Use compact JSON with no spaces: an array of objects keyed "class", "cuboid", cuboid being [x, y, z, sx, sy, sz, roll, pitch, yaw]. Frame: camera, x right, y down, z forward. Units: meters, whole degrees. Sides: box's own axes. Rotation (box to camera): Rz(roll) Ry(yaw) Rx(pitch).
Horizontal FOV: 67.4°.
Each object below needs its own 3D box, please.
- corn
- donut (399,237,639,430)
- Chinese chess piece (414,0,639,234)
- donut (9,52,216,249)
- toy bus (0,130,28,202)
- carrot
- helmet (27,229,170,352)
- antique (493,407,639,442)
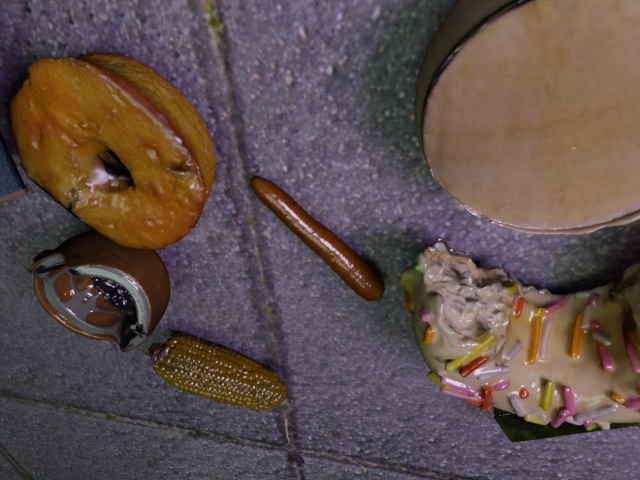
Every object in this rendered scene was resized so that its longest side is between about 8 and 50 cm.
[{"class":"corn","cuboid":[-0.186,0.238,0.866,0.262,0.097,0.097,21,131,-7]},{"class":"donut","cuboid":[0.288,0.113,0.560,0.372,0.150,0.307,-5,141,24]},{"class":"Chinese chess piece","cuboid":[0.214,-0.123,0.428,0.258,0.104,0.257,10,136,10]},{"class":"donut","cuboid":[-0.246,-0.104,0.585,0.254,0.118,0.253,8,133,8]},{"class":"toy bus","cuboid":[-0.458,-0.167,0.539,0.167,0.139,0.275,37,141,38]},{"class":"carrot","cuboid":[0.000,0.000,0.649,0.248,0.043,0.043,42,127,-17]},{"class":"helmet","cuboid":[-0.320,0.064,0.737,0.225,0.130,0.198,-19,118,40]},{"class":"antique","cuboid":[0.373,0.229,0.705,0.221,0.080,0.081,-22,121,28]}]
